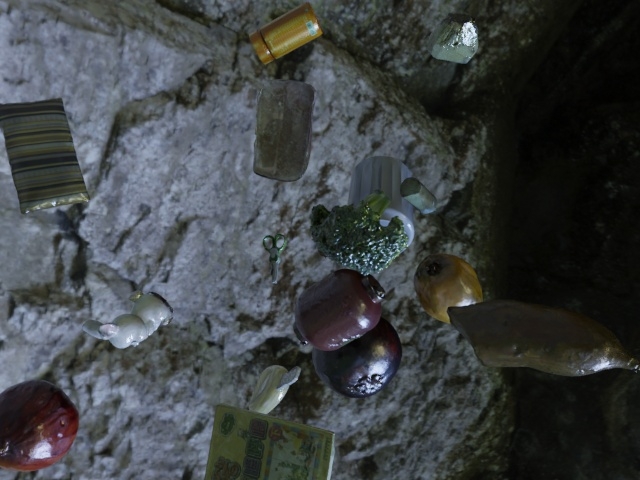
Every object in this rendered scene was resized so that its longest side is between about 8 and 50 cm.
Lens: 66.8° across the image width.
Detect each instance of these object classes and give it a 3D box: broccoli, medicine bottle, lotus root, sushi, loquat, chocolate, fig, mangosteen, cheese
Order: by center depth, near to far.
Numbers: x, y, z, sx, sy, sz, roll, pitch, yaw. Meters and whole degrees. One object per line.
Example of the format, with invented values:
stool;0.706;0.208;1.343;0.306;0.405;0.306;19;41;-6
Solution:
fig;-0.425;0.260;0.684;0.129;0.150;0.128;-11;-114;26
cheese;-0.100;0.342;1.153;0.251;0.054;0.127;-47;-163;53
lotus root;0.374;-0.561;1.355;0.143;0.144;0.070;13;-104;8
loquat;0.356;0.133;1.366;0.176;0.234;0.187;-40;-147;17
medicine bottle;-0.096;-0.583;1.369;0.192;0.096;0.096;-25;-120;11
broccoli;0.106;-0.018;1.376;0.288;0.260;0.235;30;-63;15
chocolate;-0.104;-0.337;1.495;0.185;0.100;0.303;14;-71;19
mangosteen;0.108;0.345;1.543;0.293;0.297;0.297;51;-61;33
sushi;0.003;-0.002;1.573;0.062;0.060;0.117;-37;-108;19

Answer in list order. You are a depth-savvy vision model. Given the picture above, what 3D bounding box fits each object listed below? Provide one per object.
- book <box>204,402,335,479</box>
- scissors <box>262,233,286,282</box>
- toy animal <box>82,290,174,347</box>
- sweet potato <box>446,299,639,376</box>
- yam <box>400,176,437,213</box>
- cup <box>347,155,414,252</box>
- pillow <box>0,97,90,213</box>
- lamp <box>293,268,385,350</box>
book;-0.081;0.350;0.733;0.193;0.013;0.167;9;-93;13
scissors;-0.186;0.073;1.976;0.101;0.027;0.204;-9;-108;18
toy animal;-0.315;0.140;0.811;0.071;0.124;0.085;-6;-62;39
sweet potato;0.441;0.197;1.001;0.370;0.158;0.157;-1;-100;28
yam;0.286;-0.126;1.400;0.069;0.169;0.068;-7;-104;28
cup;0.187;-0.092;1.753;0.323;0.237;0.326;-43;-153;40
pillow;-0.490;-0.152;0.856;0.038;0.113;0.203;-28;-102;65
lamp;0.047;0.169;1.214;0.258;0.180;0.180;-34;-124;19
